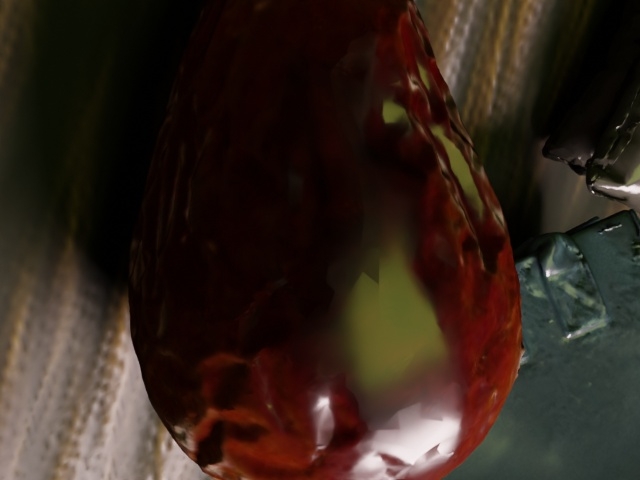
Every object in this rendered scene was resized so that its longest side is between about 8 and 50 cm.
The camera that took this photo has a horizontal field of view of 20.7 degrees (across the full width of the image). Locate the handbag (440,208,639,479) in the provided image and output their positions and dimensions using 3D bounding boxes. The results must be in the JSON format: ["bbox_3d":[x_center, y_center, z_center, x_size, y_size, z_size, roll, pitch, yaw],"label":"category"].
[{"bbox_3d":[0.104,0.089,0.999,0.229,0.062,0.179,-24,92,-21],"label":"handbag"}]

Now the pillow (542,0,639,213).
[{"bbox_3d":[0.293,-0.100,1.127,0.326,0.101,0.228,21,100,-46],"label":"pillow"}]

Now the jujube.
[{"bbox_3d":[0.000,0.000,0.840,0.190,0.190,0.255,-11,103,-40],"label":"jujube"}]
